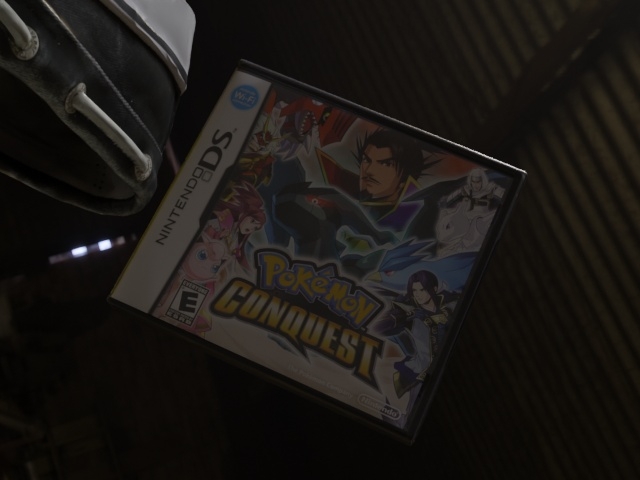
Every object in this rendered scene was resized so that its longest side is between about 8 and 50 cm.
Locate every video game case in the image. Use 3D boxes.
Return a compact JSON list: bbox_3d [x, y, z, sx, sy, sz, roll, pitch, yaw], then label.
[{"bbox_3d":[0.000,0.000,0.789,0.274,0.248,0.035,23,-18,10],"label":"video game case"}]

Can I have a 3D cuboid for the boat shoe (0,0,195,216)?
[{"bbox_3d":[-0.148,-0.082,0.297,0.306,0.113,0.105,37,57,-65],"label":"boat shoe"}]
